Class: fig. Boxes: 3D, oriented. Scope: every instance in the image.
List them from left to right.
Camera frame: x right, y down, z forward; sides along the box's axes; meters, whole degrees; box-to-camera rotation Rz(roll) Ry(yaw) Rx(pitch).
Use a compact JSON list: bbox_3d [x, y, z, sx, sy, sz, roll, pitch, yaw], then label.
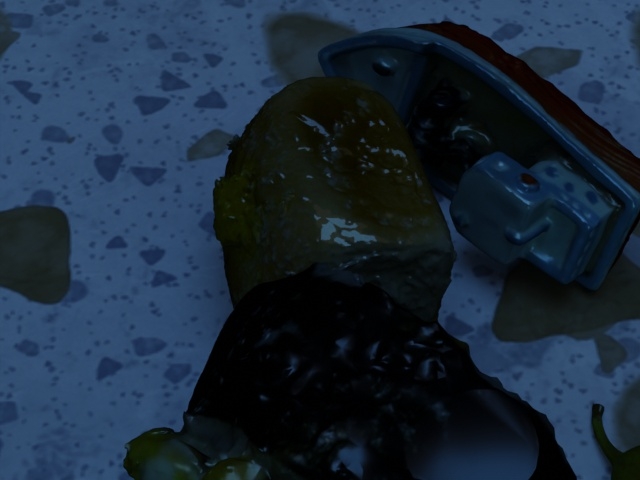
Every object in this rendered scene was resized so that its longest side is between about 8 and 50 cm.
[{"bbox_3d":[0.271,0.192,1.392,0.093,0.093,0.166,-5,13,-6],"label":"fig"}]

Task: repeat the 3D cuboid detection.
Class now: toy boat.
[{"bbox_3d":[0.133,-0.086,1.550,0.332,0.145,0.133,40,46,21],"label":"toy boat"}]

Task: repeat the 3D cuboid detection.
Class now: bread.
[{"bbox_3d":[0.000,0.000,1.450,0.176,0.196,0.246,-9,51,-14],"label":"bread"}]

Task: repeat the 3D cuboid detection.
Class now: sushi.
[{"bbox_3d":[0.000,0.212,1.200,0.285,0.328,0.328,-38,61,-15],"label":"sushi"}]
